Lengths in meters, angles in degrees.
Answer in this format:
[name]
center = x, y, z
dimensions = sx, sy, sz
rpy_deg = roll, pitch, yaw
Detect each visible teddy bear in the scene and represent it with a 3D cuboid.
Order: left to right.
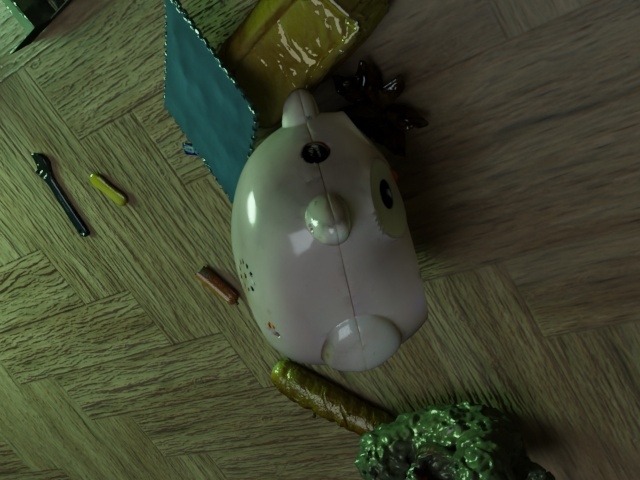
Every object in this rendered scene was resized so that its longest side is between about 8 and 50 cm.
[teddy bear]
center = 0.297, 0.473, 1.415
dimensions = 0.357, 0.224, 0.367
rpy_deg = -8, 123, 48

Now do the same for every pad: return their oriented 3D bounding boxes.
[pad]
center = -0.178, -0.205, 1.152
dimensions = 0.270, 0.012, 0.269
rpy_deg = 55, 154, 18

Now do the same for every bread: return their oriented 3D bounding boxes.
[bread]
center = -0.037, -0.290, 1.063
dimensions = 0.152, 0.119, 0.288
rpy_deg = 42, 134, -11

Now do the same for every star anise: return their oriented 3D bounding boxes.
[star anise]
center = 0.084, -0.195, 1.115
dimensions = 0.168, 0.057, 0.168
rpy_deg = 11, 129, 14

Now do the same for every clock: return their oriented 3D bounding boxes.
[clock]
center = 0.000, 0.000, 1.085
dimensions = 0.250, 0.368, 0.377
rpy_deg = -15, 144, 1

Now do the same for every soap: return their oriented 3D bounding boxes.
[soap]
center = -0.423, -0.102, 1.481
dimensions = 0.089, 0.012, 0.034
rpy_deg = 40, 132, -5

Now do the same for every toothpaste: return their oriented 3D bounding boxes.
[toothpaste]
center = -0.213, -0.161, 1.326
dimensions = 0.083, 0.015, 0.024
rpy_deg = 9, 129, 29

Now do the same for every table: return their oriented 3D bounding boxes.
[table]
center = -0.517, -0.424, 1.254
dimensions = 0.175, 0.062, 0.146
rpy_deg = -24, 111, 41

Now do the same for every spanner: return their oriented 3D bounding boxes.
[spanner]
center = -0.542, -0.093, 1.551
dimensions = 0.046, 0.012, 0.208
rpy_deg = -9, 120, 31

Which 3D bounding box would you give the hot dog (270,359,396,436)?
[hot dog]
center = 0.024, 0.338, 1.552
dimensions = 0.286, 0.061, 0.088
rpy_deg = 22, 120, 10

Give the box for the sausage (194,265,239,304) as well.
[sausage]
center = -0.206, 0.095, 1.505
dimensions = 0.107, 0.031, 0.031
rpy_deg = 40, 133, -4
